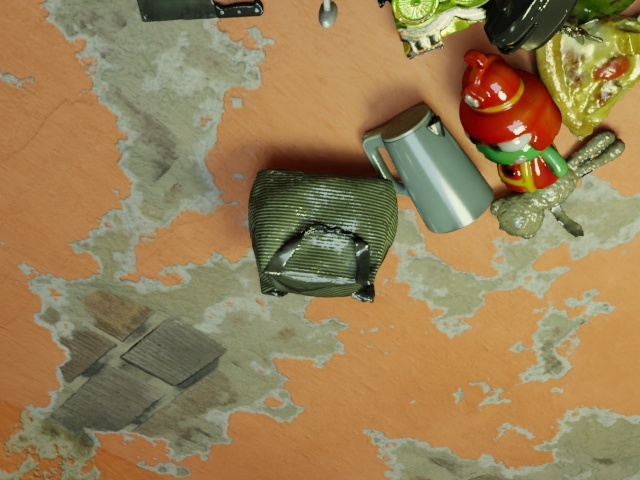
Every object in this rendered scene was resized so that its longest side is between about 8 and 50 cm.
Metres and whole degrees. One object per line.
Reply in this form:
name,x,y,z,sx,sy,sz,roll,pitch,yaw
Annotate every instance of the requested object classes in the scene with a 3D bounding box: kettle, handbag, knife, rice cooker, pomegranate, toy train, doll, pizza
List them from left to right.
knife,-0.228,-0.450,1.140,0.245,0.019,0.072,1,129,8
handbag,0.000,0.000,1.331,0.340,0.240,0.247,4,157,0
kettle,0.216,-0.152,1.284,0.210,0.160,0.243,-8,127,50
toy train,0.253,-0.436,1.052,0.296,0.100,0.160,-17,133,17
doll,0.359,-0.234,1.151,0.160,0.182,0.363,-53,133,-1
rice cooker,0.336,-0.377,0.965,0.106,0.112,0.165,1,146,-17
doll,0.498,-0.124,1.307,0.202,0.091,0.286,18,120,1
pomegranate,0.454,-0.417,0.999,0.148,0.148,0.169,10,88,-3
pizza,0.546,-0.345,1.113,0.287,0.075,0.280,-30,122,27

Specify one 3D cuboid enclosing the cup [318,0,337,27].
cup,0.011,-0.500,0.970,0.167,0.173,0.300,2,130,5
